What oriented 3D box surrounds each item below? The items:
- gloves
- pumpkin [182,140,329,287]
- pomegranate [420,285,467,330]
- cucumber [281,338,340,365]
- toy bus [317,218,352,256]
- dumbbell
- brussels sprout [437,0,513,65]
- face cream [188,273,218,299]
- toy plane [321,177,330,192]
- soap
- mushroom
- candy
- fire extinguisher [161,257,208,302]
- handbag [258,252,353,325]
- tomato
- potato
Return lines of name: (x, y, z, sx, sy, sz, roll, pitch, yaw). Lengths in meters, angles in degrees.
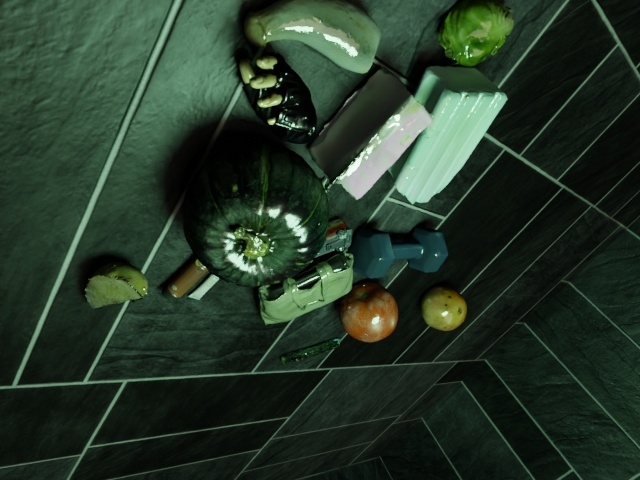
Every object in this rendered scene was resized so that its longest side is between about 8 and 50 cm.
gloves: (-0.079, -0.273, 0.849, 0.124, 0.164, 0.203, -52, 168, -15)
pumpkin: (-0.138, -0.052, 0.975, 0.322, 0.242, 0.324, -7, 133, -8)
pomegranate: (0.500, 0.281, 1.835, 0.191, 0.191, 0.191, -20, 140, -17)
cucumber: (-0.031, 0.428, 1.728, 0.256, 0.043, 0.044, -13, 143, -26)
toy bus: (0.000, 0.000, 1.261, 0.174, 0.077, 0.079, -19, 146, -16)
dumbbell: (0.251, 0.033, 1.425, 0.324, 0.144, 0.160, -2, 134, -33)
brussels sprout: (0.350, -0.468, 1.003, 0.180, 0.101, 0.139, -16, 125, 5)
face cream: (-0.310, 0.122, 1.218, 0.115, 0.020, 0.038, -42, 142, 16)
toy plane: (0.000, -0.122, 1.167, 0.080, 0.033, 0.083, -28, 145, -31)
soap: (0.291, -0.252, 1.139, 0.208, 0.115, 0.347, -10, 143, -29)
mushroom: (-0.005, -0.393, 0.831, 0.269, 0.103, 0.118, 5, 125, -26)
candy: (0.106, -0.241, 1.018, 0.265, 0.156, 0.115, -48, 139, 17)
fire extinguisher: (-0.330, 0.082, 1.142, 0.177, 0.050, 0.062, -43, 103, 10)
handbag: (-0.042, 0.145, 1.349, 0.315, 0.109, 0.253, -22, 157, -8)
tomato: (0.167, 0.254, 1.547, 0.208, 0.208, 0.185, -25, 122, -11)
potato: (-0.475, 0.089, 1.036, 0.171, 0.089, 0.101, -15, 128, 28)
